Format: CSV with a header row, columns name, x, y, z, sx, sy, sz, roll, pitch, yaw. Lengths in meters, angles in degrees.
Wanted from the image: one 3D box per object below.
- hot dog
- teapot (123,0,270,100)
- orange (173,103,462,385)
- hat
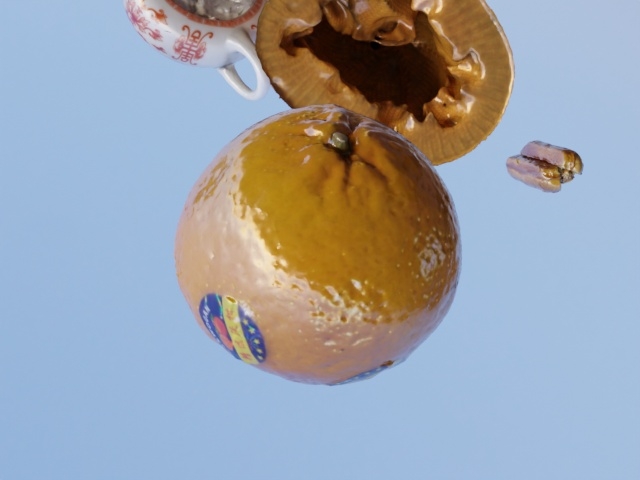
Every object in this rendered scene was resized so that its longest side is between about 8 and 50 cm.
name,x,y,z,sx,sy,sz,roll,pitch,yaw
hot dog,0.302,-0.101,1.940,0.045,0.071,0.165,49,176,-16
teapot,-0.121,-0.241,1.483,0.159,0.116,0.245,-21,-115,-45
orange,-0.001,0.002,0.866,0.177,0.178,0.155,-91,-16,-58
hat,0.051,-0.193,1.472,0.244,0.233,0.233,-12,-172,-4
